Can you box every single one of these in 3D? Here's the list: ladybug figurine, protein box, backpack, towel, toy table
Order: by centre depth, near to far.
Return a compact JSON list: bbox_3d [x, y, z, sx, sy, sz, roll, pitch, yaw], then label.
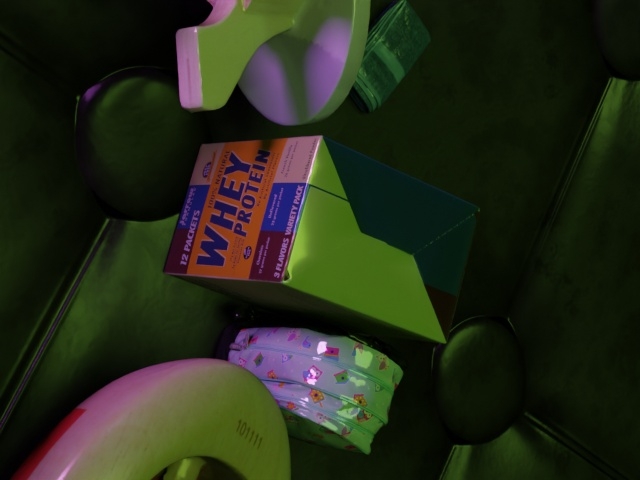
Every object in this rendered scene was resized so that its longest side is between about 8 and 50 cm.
[{"bbox_3d":[-0.189,0.302,1.130,0.305,0.162,0.449,48,62,-43],"label":"ladybug figurine"},{"bbox_3d":[-0.069,-0.240,1.190,0.161,0.252,0.274,-9,85,-51],"label":"toy table"},{"bbox_3d":[0.000,0.000,1.254,0.200,0.201,0.136,22,78,-34],"label":"protein box"},{"bbox_3d":[-0.002,0.135,1.267,0.152,0.182,0.115,25,76,-35],"label":"backpack"},{"bbox_3d":[0.069,-0.196,1.406,0.067,0.029,0.119,50,64,-27],"label":"towel"}]
